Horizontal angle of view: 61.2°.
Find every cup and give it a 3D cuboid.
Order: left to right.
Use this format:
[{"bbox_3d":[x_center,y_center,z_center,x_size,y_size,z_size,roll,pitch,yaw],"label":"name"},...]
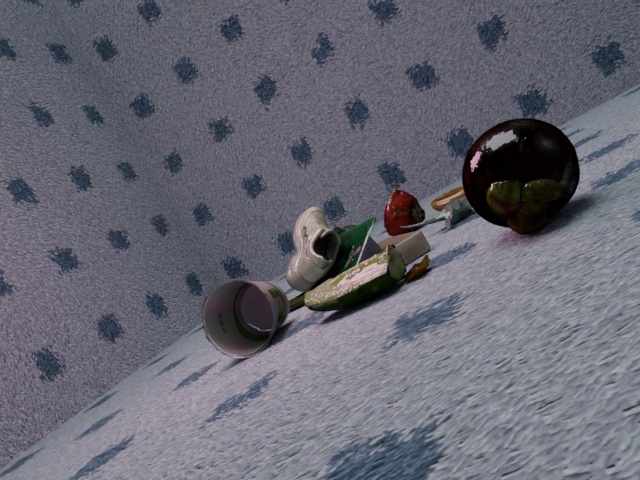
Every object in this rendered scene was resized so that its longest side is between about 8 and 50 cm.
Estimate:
[{"bbox_3d":[-0.235,0.246,1.840,0.253,0.253,0.274,-29,-6,12],"label":"cup"}]

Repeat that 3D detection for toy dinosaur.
[{"bbox_3d":[0.484,-0.103,2.020,0.393,0.092,0.205,-30,2,26],"label":"toy dinosaur"}]

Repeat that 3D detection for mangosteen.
[{"bbox_3d":[0.480,-0.151,1.309,0.288,0.288,0.288,-30,3,2],"label":"mangosteen"}]

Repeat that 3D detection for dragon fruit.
[{"bbox_3d":[0.400,-0.116,2.455,0.148,0.218,0.223,13,76,37],"label":"dragon fruit"}]

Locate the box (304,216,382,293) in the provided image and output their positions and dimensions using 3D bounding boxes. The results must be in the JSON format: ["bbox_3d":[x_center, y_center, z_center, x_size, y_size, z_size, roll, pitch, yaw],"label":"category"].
[{"bbox_3d":[0.093,0.089,1.853,0.337,0.106,0.264,-24,39,58],"label":"box"}]

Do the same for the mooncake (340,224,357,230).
[{"bbox_3d":[0.067,0.064,2.371,0.351,0.187,0.351,-30,0,0],"label":"mooncake"}]

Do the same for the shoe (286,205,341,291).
[{"bbox_3d":[0.000,0.000,1.876,0.210,0.132,0.342,-36,34,44],"label":"shoe"}]

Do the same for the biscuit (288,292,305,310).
[{"bbox_3d":[-0.089,0.246,2.171,0.322,0.038,0.099,-27,7,27],"label":"biscuit"}]

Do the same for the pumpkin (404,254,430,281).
[{"bbox_3d":[0.272,0.083,1.512,0.073,0.035,0.101,-42,-2,38],"label":"pumpkin"}]

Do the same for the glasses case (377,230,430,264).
[{"bbox_3d":[0.255,0.042,1.922,0.144,0.076,0.336,-30,3,-13],"label":"glasses case"}]

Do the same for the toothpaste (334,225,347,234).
[{"bbox_3d":[0.115,0.036,2.049,0.048,0.075,0.297,-56,-30,-22],"label":"toothpaste"}]

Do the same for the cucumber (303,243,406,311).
[{"bbox_3d":[0.096,0.143,1.579,0.325,0.105,0.145,-28,30,26],"label":"cucumber"}]

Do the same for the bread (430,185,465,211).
[{"bbox_3d":[0.597,-0.183,2.463,0.189,0.077,0.114,-27,24,25],"label":"bread"}]
